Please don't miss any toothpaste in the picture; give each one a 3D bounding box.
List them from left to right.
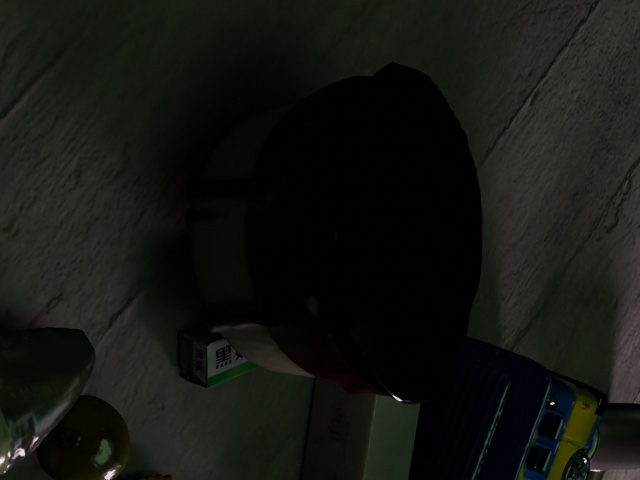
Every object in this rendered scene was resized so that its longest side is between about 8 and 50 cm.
[{"bbox_3d":[-0.051,0.081,1.741,0.178,0.037,0.043,-21,121,-46],"label":"toothpaste"}]

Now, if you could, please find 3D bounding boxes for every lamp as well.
[{"bbox_3d":[-0.253,0.127,1.452,0.250,0.101,0.101,-28,125,-47],"label":"lamp"}]

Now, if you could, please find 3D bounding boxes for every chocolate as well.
[{"bbox_3d":[0.000,0.000,1.638,0.283,0.186,0.283,12,77,-62],"label":"chocolate"}]

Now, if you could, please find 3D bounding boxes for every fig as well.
[{"bbox_3d":[-0.184,0.161,1.581,0.074,0.074,0.088,-68,160,-6],"label":"fig"}]

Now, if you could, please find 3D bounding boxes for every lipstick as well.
[{"bbox_3d":[0.045,0.138,1.853,0.080,0.076,0.371,-8,110,-49],"label":"lipstick"}]

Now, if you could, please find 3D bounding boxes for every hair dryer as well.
[{"bbox_3d":[0.274,0.297,2.225,0.196,0.078,0.248,6,105,-51],"label":"hair dryer"}]

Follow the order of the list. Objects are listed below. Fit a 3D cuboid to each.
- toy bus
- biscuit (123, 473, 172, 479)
[{"bbox_3d":[0.162,0.255,1.999,0.175,0.138,0.287,24,86,-54],"label":"toy bus"},{"bbox_3d":[-0.210,0.312,1.640,0.232,0.013,0.236,2,99,-51],"label":"biscuit"}]
